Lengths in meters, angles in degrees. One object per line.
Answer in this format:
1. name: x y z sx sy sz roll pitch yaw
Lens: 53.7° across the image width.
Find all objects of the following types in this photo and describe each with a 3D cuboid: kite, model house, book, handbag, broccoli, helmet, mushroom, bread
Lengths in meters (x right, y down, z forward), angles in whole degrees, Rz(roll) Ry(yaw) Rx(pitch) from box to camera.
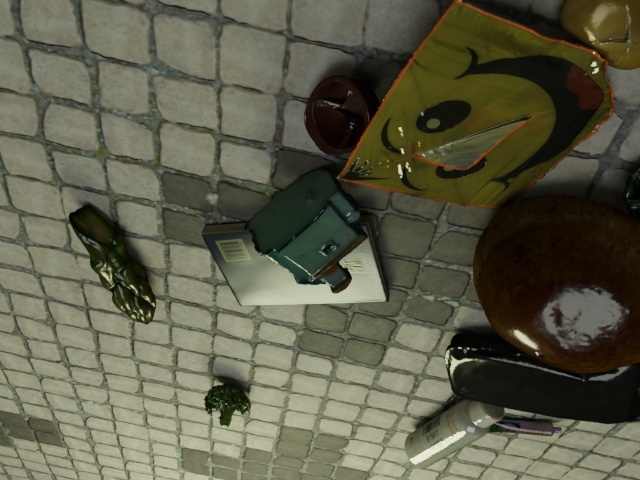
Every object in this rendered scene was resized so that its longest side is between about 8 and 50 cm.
1. kite: 0.169 -0.123 0.731 0.327 0.013 0.377 -17 147 18
2. model house: 0.000 0.000 0.888 0.148 0.119 0.149 -39 123 6
3. book: -0.035 0.039 1.018 0.269 0.025 0.191 -4 137 16
4. handbag: 0.386 0.237 1.085 0.332 0.075 0.192 2 137 23
5. broccoli: -0.198 0.351 1.349 0.095 0.092 0.097 11 167 2
6. helmet: 0.036 -0.156 0.764 0.111 0.057 0.089 -28 92 53
7. mushroom: 0.350 0.076 0.846 0.283 0.195 0.263 28 134 -19
8. bread: 0.301 -0.217 0.637 0.115 0.056 0.082 32 135 -22

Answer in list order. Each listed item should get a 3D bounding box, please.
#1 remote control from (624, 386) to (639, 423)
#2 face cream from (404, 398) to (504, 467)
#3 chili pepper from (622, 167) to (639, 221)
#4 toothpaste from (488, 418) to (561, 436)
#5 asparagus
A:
1. remote control: 0.553 0.248 1.108 0.123 0.038 0.285 4 138 7
2. face cream: 0.272 0.385 1.289 0.082 0.082 0.269 23 136 -13
3. chili pepper: 0.455 -0.030 0.810 0.108 0.062 0.216 -7 136 29
4. toothpaste: 0.405 0.382 1.297 0.169 0.028 0.045 0 126 17
5. asparagus: -0.336 0.059 1.069 0.080 0.080 0.287 2 138 11
